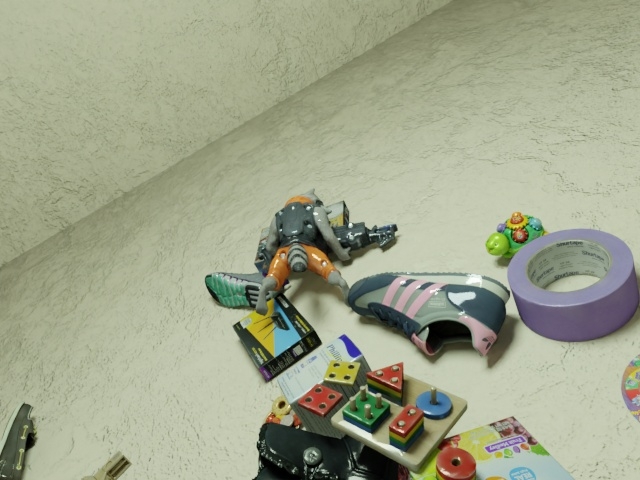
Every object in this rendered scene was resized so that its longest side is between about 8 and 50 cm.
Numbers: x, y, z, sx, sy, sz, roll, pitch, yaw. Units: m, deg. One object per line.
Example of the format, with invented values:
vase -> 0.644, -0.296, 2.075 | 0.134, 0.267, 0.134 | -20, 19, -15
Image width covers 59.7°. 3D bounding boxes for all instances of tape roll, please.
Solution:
tape roll -> 0.409, 0.069, 0.910 | 0.189, 0.080, 0.189 | -20, 30, 12

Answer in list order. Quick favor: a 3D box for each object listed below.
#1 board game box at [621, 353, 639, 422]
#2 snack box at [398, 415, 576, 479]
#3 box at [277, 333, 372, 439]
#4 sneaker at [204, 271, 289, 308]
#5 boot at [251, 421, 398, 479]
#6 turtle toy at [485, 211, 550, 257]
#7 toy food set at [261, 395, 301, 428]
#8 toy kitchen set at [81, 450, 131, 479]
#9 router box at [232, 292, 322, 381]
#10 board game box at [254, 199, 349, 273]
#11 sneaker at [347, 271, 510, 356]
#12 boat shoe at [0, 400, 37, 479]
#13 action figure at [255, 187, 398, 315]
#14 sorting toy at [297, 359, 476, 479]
board game box -> 0.479, 0.184, 0.718 | 0.169, 0.033, 0.133 | -2, 38, 38
snack box -> 0.212, 0.314, 0.642 | 0.174, 0.070, 0.207 | -12, 27, -17
box -> 0.022, 0.246, 0.901 | 0.137, 0.126, 0.072 | -32, 28, -8
sneaker -> -0.180, 0.111, 1.351 | 0.224, 0.083, 0.098 | 9, 27, 38
boot -> 0.017, 0.285, 0.804 | 0.207, 0.094, 0.246 | 10, 45, 8
turtle toy -> 0.373, -0.008, 1.072 | 0.130, 0.066, 0.095 | -36, 30, -14
toy food set -> -0.066, 0.312, 0.975 | 0.082, 0.020, 0.083 | 9, 45, 47
toy kitchen set -> -0.378, 0.424, 1.007 | 0.083, 0.068, 0.075 | 11, 47, 48
router box -> -0.093, 0.194, 1.157 | 0.133, 0.046, 0.179 | -34, 30, -11
board game box -> -0.045, -0.009, 1.441 | 0.243, 0.042, 0.165 | -19, 31, 15
sneaker -> 0.164, 0.133, 0.985 | 0.319, 0.112, 0.131 | -7, 49, 43
boat shoe -> -0.663, 0.441, 1.220 | 0.081, 0.069, 0.228 | -64, 20, 16
action figure -> 0.000, 0.000, 1.232 | 0.341, 0.178, 0.330 | -16, 41, 8
sorting toy -> 0.097, 0.213, 0.738 | 0.274, 0.046, 0.132 | 16, 33, 38
